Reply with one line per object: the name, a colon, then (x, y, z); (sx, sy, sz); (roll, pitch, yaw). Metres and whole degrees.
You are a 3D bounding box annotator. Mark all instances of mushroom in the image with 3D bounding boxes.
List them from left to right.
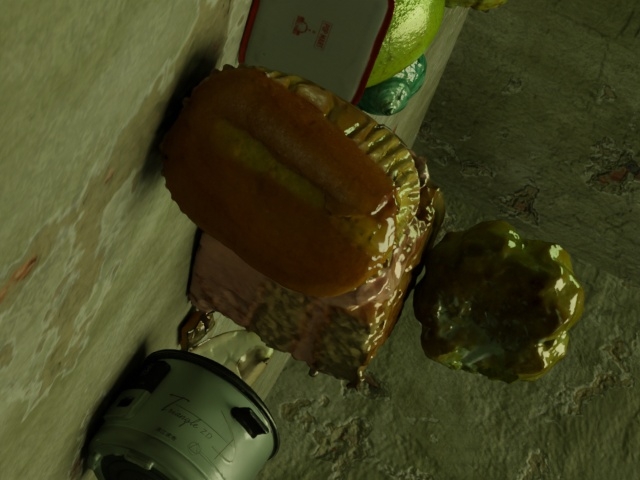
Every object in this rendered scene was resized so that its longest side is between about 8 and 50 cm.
mushroom: (-0.201, 0.275, 2.143); (0.285, 0.156, 0.151); (-45, 177, -31)

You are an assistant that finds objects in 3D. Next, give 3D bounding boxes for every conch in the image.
conch: (0.124, -0.306, 2.394); (0.202, 0.134, 0.196); (-56, 170, -53)

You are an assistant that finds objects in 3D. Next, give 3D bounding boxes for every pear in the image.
pear: (0.108, -0.353, 2.151); (0.239, 0.139, 0.288); (-52, 169, -19)

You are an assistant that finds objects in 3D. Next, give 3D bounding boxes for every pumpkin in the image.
pumpkin: (-0.205, 0.140, 2.029); (0.073, 0.035, 0.101); (-47, 170, -27)

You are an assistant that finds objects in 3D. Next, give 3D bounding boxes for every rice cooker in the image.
rice cooker: (-0.193, 0.287, 1.800); (0.281, 0.241, 0.227); (-15, -151, 47)

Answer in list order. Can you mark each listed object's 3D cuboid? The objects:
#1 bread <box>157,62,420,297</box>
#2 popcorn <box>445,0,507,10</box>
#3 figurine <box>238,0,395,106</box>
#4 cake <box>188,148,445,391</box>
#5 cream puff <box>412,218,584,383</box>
bread: (-0.032, -0.069, 1.370); (0.204, 0.288, 0.156); (-52, 178, 13)
popcorn: (0.277, -0.533, 2.329); (0.183, 0.221, 0.204); (-107, -143, -63)
figurine: (0.019, -0.310, 1.539); (0.226, 0.160, 0.183); (-68, -179, -48)
cake: (0.000, 0.000, 1.892); (0.314, 0.307, 0.293); (-59, 170, -32)
cream puff: (0.277, 0.091, 1.936); (0.281, 0.282, 0.185); (-66, 172, 26)
